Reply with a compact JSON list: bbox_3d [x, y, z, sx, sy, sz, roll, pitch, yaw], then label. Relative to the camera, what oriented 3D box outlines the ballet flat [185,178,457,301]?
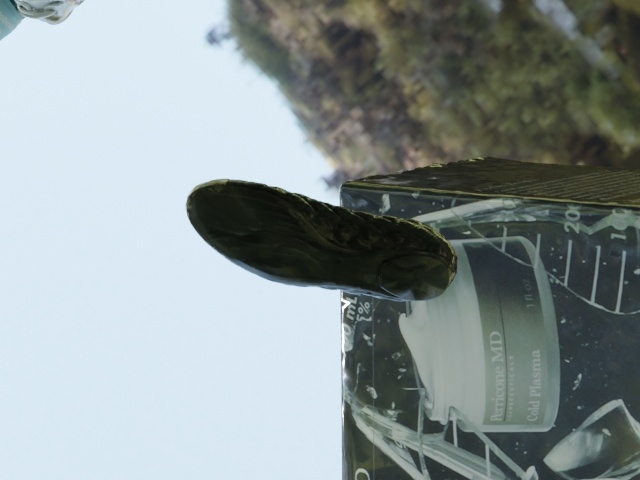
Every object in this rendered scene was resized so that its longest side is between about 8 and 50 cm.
[{"bbox_3d":[0.000,0.000,0.998,0.173,0.057,0.049,16,-159,-7],"label":"ballet flat"}]

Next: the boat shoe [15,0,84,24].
[{"bbox_3d":[-0.288,-0.274,1.747,0.095,0.084,0.258,17,-163,4],"label":"boat shoe"}]

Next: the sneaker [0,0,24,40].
[{"bbox_3d":[-0.426,-0.259,1.859,0.366,0.150,0.135,-58,-40,-14],"label":"sneaker"}]

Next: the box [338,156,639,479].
[{"bbox_3d":[0.286,0.176,1.589,0.297,0.471,0.480,-10,-78,-48],"label":"box"}]
